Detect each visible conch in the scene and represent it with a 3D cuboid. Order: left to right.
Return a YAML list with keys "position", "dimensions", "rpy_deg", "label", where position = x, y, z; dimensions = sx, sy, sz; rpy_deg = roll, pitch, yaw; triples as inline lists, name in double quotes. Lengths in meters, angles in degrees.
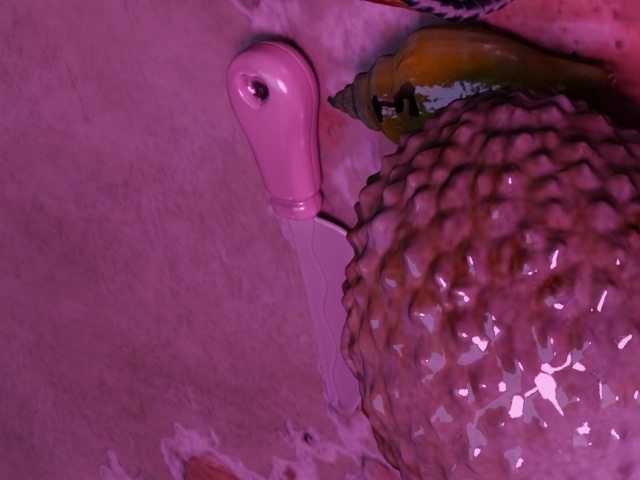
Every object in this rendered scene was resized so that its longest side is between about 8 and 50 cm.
- position: [0.096, -0.091, 1.039]
  dimensions: [0.200, 0.079, 0.095]
  rpy_deg: [19, 148, 29]
  label: "conch"

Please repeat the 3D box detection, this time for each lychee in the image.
- position: [0.139, 0.045, 0.935]
  dimensions: [0.255, 0.255, 0.274]
  rpy_deg: [-2, 104, 49]
  label: "lychee"

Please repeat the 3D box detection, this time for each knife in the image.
- position: [0.002, 0.000, 1.246]
  dimensions: [0.081, 0.043, 0.336]
  rpy_deg: [9, 129, 37]
  label: "knife"

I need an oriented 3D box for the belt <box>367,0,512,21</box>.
- position: [0.058, -0.266, 0.847]
  dimensions: [0.160, 0.206, 0.295]
  rpy_deg: [23, 117, 42]
  label: "belt"
